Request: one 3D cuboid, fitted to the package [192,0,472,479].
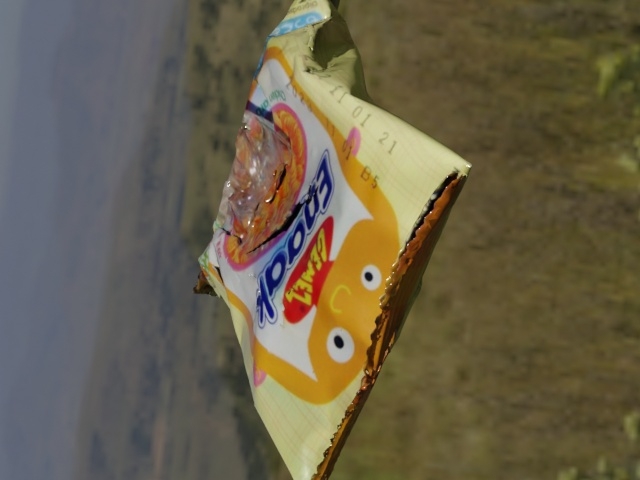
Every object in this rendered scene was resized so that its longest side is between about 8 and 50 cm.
[{"bbox_3d":[-0.001,-0.001,0.472,0.120,0.031,0.108,-119,43,-53],"label":"package"}]
